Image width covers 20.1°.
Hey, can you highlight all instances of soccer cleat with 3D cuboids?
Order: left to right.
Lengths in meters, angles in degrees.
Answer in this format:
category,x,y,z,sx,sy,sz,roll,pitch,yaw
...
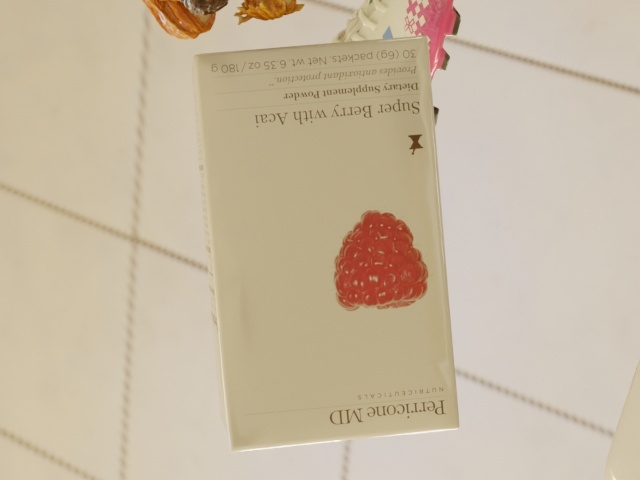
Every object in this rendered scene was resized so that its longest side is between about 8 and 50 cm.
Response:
category,x,y,z,sx,sy,sz,roll,pitch,yaw
soccer cleat,0.069,-0.207,1.893,0.143,0.116,0.331,13,114,2

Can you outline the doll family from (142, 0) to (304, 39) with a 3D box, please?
category,x,y,z,sx,sy,sz,roll,pitch,yaw
doll family,-0.064,-0.227,1.261,0.118,0.263,0.163,-2,109,41

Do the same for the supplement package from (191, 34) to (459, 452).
category,x,y,z,sx,sy,sz,roll,pitch,yaw
supplement package,0.000,0.000,1.389,0.177,0.175,0.293,-6,92,-5

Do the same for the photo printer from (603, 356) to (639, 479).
category,x,y,z,sx,sy,sz,roll,pitch,yaw
photo printer,0.373,0.122,1.569,0.256,0.107,0.308,-137,62,-67
